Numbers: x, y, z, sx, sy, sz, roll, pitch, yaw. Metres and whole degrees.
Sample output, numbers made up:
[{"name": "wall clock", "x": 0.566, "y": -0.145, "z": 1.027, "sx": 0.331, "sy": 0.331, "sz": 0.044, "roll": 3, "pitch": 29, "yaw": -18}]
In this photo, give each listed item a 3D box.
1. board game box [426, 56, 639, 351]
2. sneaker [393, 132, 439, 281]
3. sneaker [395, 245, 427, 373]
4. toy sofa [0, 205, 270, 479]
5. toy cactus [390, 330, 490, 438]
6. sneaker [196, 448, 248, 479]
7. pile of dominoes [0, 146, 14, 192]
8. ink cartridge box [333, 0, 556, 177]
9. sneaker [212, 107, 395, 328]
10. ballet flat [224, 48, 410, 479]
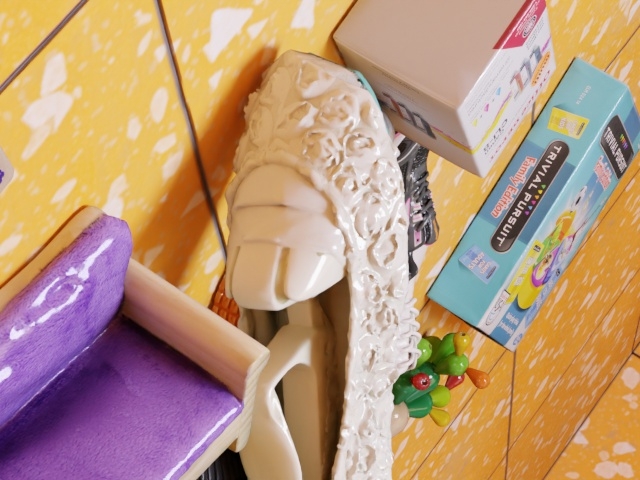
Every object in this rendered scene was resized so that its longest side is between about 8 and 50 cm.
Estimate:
[{"name": "board game box", "x": 0.277, "y": -0.035, "z": 2.079, "sx": 0.336, "sy": 0.079, "sz": 0.254, "roll": -58, "pitch": 161, "yaw": 0}, {"name": "sneaker", "x": 0.086, "y": -0.032, "z": 1.618, "sx": 0.072, "sy": 0.077, "sz": 0.178, "roll": -39, "pitch": 153, "yaw": -46}, {"name": "sneaker", "x": 0.067, "y": 0.095, "z": 1.742, "sx": 0.094, "sy": 0.091, "sz": 0.258, "roll": -23, "pitch": 140, "yaw": -59}, {"name": "toy sofa", "x": -0.200, "y": 0.157, "z": 1.096, "sx": 0.362, "sy": 0.150, "sz": 0.177, "roll": -44, "pitch": 158, "yaw": -35}, {"name": "toy cactus", "x": 0.117, "y": 0.190, "z": 2.025, "sx": 0.180, "sy": 0.112, "sz": 0.219, "roll": -45, "pitch": 168, "yaw": -7}, {"name": "sneaker", "x": -0.105, "y": 0.191, "z": 1.415, "sx": 0.330, "sy": 0.146, "sz": 0.122, "roll": 35, "pitch": 44, "yaw": -61}, {"name": "pile of dominoes", "x": -0.246, "y": -0.016, "z": 0.884, "sx": 0.196, "sy": 0.040, "sz": 0.251, "roll": -52, "pitch": 160, "yaw": -17}, {"name": "ink cartridge box", "x": 0.110, "y": -0.157, "z": 1.407, "sx": 0.128, "sy": 0.127, "sz": 0.176, "roll": -56, "pitch": 162, "yaw": -7}, {"name": "sneaker", "x": 0.000, "y": 0.000, "z": 1.436, "sx": 0.262, "sy": 0.099, "sz": 0.121, "roll": -63, "pitch": 165, "yaw": 18}, {"name": "ballet flat", "x": -0.010, "y": 0.067, "z": 1.260, "sx": 0.147, "sy": 0.147, "sz": 0.409, "roll": -29, "pitch": 119, "yaw": -55}]
